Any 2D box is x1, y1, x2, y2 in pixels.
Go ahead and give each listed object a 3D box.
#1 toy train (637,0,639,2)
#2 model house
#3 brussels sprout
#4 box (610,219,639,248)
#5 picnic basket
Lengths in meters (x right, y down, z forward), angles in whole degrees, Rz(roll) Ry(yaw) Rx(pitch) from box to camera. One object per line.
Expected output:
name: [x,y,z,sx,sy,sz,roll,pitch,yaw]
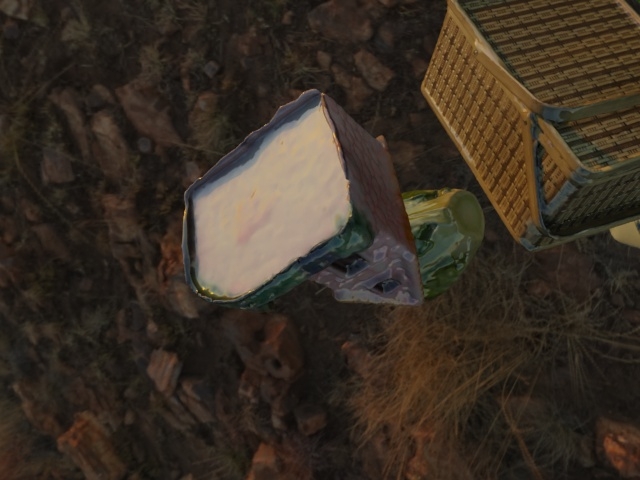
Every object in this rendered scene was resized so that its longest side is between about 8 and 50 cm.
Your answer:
toy train: [0.432,-0.239,0.628,0.160,0.296,0.101,43,115,51]
model house: [0.000,0.000,0.753,0.237,0.237,0.202,-35,52,24]
brussels sprout: [0.185,0.006,1.221,0.271,0.210,0.219,-29,121,36]
box: [0.642,-0.159,1.044,0.111,0.396,0.396,2,100,-10]
picnic basket: [0.298,-0.169,0.767,0.175,0.227,0.313,101,149,-58]
